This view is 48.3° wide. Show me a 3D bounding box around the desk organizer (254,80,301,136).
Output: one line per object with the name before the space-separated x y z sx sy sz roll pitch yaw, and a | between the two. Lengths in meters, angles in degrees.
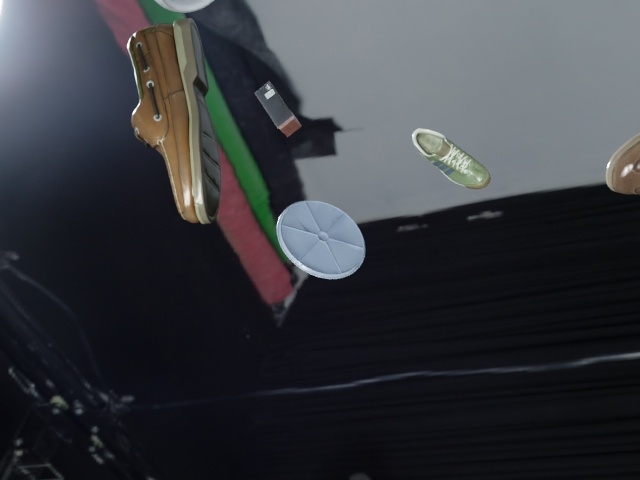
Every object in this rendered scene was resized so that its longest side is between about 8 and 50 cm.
desk organizer | -0.099 -0.306 1.666 0.130 0.047 0.050 58 -170 31

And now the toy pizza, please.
toy pizza | 0.000 0.000 1.524 0.032 0.201 0.201 122 160 -48

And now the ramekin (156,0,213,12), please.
ramekin | -0.285 -0.575 1.483 0.109 0.207 0.207 54 -173 25

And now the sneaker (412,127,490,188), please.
sneaker | 0.268 -0.177 1.513 0.064 0.192 0.086 -53 -27 3

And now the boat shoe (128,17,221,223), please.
boat shoe | -0.212 -0.165 1.031 0.111 0.104 0.307 67 -166 -75

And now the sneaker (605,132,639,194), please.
sneaker | 0.375 -0.080 0.683 0.071 0.188 0.066 -105 -1 -61
